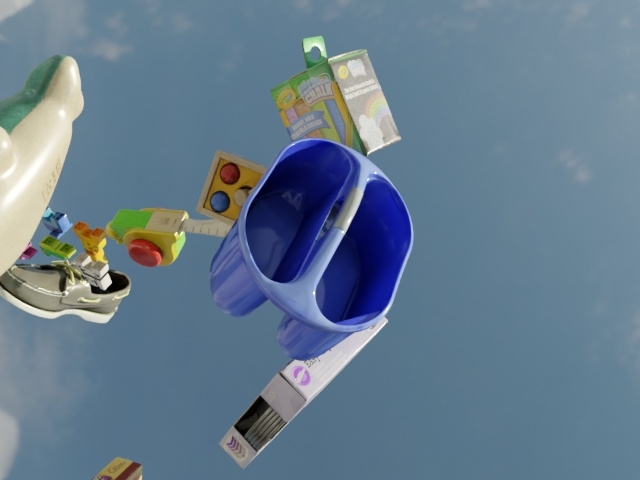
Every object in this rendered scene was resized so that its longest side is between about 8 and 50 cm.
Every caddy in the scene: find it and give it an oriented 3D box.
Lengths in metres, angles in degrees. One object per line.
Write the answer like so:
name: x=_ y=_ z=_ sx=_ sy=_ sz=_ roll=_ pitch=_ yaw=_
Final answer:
caddy: x=0.000 y=0.000 z=1.015 sx=0.179 sy=0.241 sz=0.341 roll=-47 pitch=-168 yaw=44

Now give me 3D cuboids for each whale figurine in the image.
whale figurine: x=-0.355 y=-0.084 z=0.760 sx=0.141 sy=0.216 sz=0.272 roll=27 pitch=-106 yaw=-7

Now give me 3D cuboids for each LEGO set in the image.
LEGO set: x=-0.417 y=0.018 z=1.208 sx=0.227 sy=0.093 sz=0.087 roll=20 pitch=-128 yaw=23

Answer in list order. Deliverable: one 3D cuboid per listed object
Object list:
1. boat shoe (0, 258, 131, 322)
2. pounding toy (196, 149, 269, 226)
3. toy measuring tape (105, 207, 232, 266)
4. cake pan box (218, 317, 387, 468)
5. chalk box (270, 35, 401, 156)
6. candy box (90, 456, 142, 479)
boat shoe: x=-0.450 y=0.078 z=1.273 sx=0.091 sy=0.305 sz=0.109 roll=-47 pitch=-111 yaw=5
pounding toy: x=-0.119 y=-0.084 z=1.192 sx=0.141 sy=0.100 sz=0.130 roll=22 pitch=-82 yaw=15
toy measuring tape: x=-0.268 y=0.001 z=1.399 sx=0.330 sy=0.121 sz=0.121 roll=5 pitch=-104 yaw=18
cake pan box: x=-0.031 y=0.235 z=1.190 sx=0.070 sy=0.267 sz=0.245 roll=43 pitch=-51 yaw=10
chalk box: x=0.017 y=-0.233 z=1.199 sx=0.132 sy=0.132 sz=0.213 roll=-18 pitch=-82 yaw=38
candy box: x=-0.333 y=0.454 z=1.132 sx=0.053 sy=0.109 sz=0.186 roll=13 pitch=-72 yaw=15
